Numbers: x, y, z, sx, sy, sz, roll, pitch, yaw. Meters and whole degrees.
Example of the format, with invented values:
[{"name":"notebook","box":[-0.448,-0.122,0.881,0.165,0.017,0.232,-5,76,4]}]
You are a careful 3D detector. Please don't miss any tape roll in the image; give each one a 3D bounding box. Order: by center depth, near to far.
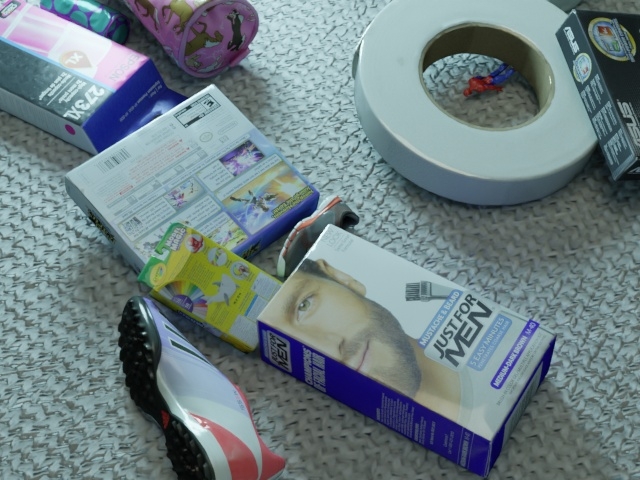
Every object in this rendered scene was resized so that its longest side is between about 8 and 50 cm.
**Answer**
[{"name":"tape roll","box":[0.242,-0.230,1.793,0.392,0.072,0.391,3,59,-5]}]

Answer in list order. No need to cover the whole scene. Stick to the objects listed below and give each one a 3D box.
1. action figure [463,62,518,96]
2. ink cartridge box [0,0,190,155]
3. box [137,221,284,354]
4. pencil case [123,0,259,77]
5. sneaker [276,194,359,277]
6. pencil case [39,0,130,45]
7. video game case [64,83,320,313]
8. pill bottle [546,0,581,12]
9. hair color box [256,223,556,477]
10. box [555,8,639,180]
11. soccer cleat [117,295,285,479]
[{"name":"action figure","box":[0.271,-0.252,1.871,0.115,0.030,0.038,-25,52,-23]},{"name":"ink cartridge box","box":[-0.394,-0.249,1.862,0.371,0.069,0.175,27,58,17]},{"name":"box","box":[-0.145,0.062,1.574,0.179,0.043,0.105,33,68,-8]},{"name":"pencil case","box":[-0.265,-0.422,1.925,0.167,0.160,0.386,-16,50,-41]},{"name":"sneaker","box":[0.000,0.000,1.665,0.065,0.061,0.158,32,60,16]},{"name":"pencil case","box":[-0.387,-0.365,1.946,0.152,0.064,0.070,25,48,19]},{"name":"video game case","box":[-0.181,-0.065,1.691,0.270,0.061,0.244,-36,70,-23]},{"name":"pill bottle","box":[0.326,-0.514,1.988,0.161,0.161,0.283,-36,60,-24]},{"name":"hair color box","box":[0.108,0.135,1.528,0.339,0.110,0.185,25,58,21]},{"name":"box","box":[0.487,-0.213,1.751,0.216,0.060,0.270,0,59,-25]},{"name":"soccer cleat","box":[-0.160,0.194,1.504,0.116,0.108,0.318,-7,46,-33]}]
